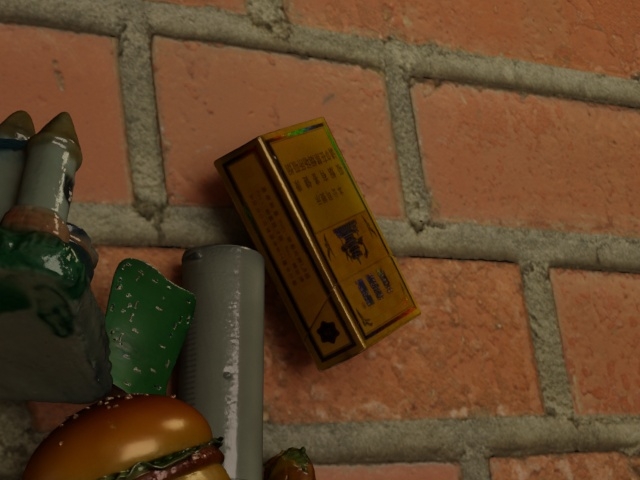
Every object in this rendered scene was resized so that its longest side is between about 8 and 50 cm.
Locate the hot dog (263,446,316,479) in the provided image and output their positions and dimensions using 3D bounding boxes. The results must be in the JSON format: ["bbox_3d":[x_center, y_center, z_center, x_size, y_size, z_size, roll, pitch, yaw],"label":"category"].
[{"bbox_3d":[-0.044,0.376,1.943,0.072,0.115,0.269,4,57,-2],"label":"hot dog"}]

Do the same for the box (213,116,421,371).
[{"bbox_3d":[0.000,0.000,2.105,0.301,0.084,0.193,63,29,1],"label":"box"}]

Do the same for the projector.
[{"bbox_3d":[-0.122,0.175,1.963,0.108,0.108,0.337,15,64,-33],"label":"projector"}]

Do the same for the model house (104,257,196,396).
[{"bbox_3d":[-0.231,0.119,1.913,0.117,0.088,0.167,31,55,-25],"label":"model house"}]

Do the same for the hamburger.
[{"bbox_3d":[-0.218,0.259,1.769,0.246,0.246,0.170,-18,81,-41],"label":"hamburger"}]

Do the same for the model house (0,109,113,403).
[{"bbox_3d":[-0.318,-0.023,1.780,0.194,0.267,0.325,1,51,4],"label":"model house"}]
